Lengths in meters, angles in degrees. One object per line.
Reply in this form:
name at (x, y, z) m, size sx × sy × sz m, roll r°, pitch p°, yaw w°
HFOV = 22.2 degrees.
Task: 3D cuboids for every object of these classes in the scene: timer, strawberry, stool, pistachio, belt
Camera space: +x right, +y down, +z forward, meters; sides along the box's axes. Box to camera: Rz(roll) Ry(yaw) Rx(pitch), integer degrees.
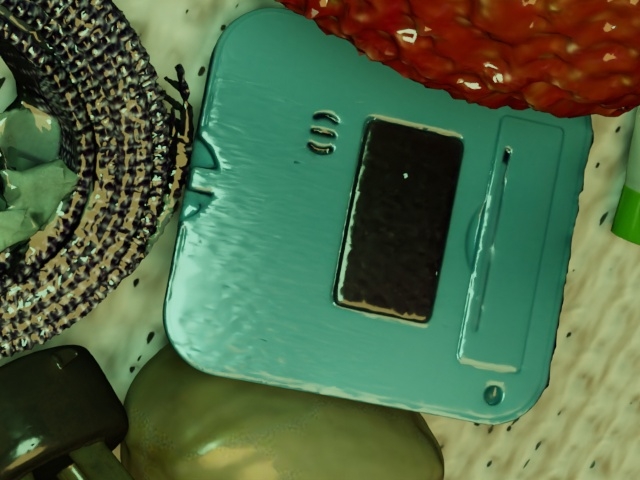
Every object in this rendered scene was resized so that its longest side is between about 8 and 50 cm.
timer at (0.031, -0.013, 1.042) m, size 0.250 × 0.091 × 0.232 m, roll 13°, pitch 86°, yaw -14°
strawberry at (0.065, -0.234, 0.904) m, size 0.351 × 0.267 × 0.312 m, roll 12°, pitch 83°, yaw 6°
stool at (-0.194, 0.145, 1.010) m, size 0.217 × 0.121 × 0.125 m, roll -37°, pitch 168°, yaw 35°
pistachio at (-0.027, 0.140, 1.094) m, size 0.238 × 0.138 × 0.153 m, roll 21°, pitch 69°, yaw -28°
belt at (-0.238, -0.071, 0.924) m, size 0.325 × 0.122 × 0.260 m, roll 33°, pitch 95°, yaw -31°

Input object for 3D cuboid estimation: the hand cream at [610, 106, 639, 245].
hand cream at (0.267, -0.126, 1.130) m, size 0.079 × 0.050 × 0.275 m, roll 1°, pitch 111°, yaw -48°
